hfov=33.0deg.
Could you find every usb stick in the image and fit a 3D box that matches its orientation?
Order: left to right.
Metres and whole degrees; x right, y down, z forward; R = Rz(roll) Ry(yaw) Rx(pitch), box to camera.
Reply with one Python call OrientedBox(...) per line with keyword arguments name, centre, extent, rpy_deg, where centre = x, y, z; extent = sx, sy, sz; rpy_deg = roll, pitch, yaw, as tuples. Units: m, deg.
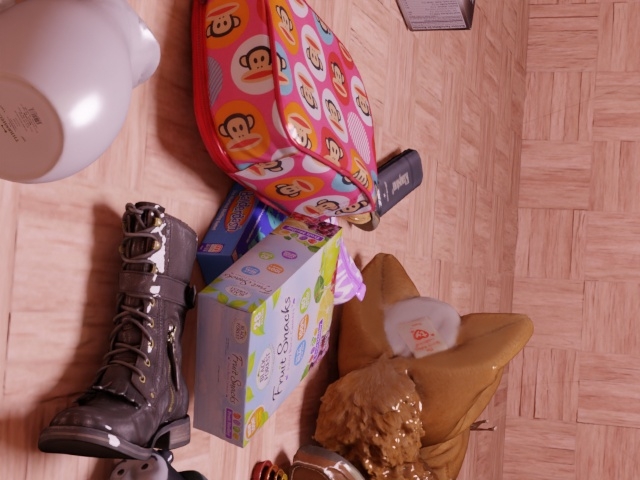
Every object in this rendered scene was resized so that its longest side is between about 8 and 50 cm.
OrientedBox(name="usb stick", centre=(0.118, -0.095, 1.813), extent=(0.278, 0.045, 0.077), rpy_deg=(-36, 127, -65))

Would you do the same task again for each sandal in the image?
OrientedBox(name="sandal", centre=(0.045, -0.047, 1.604), extent=(0.049, 0.072, 0.180), rpy_deg=(-58, 157, -13))

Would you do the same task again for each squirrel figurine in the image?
OrientedBox(name="squirrel figurine", centre=(0.129, 0.293, 1.669), extent=(0.397, 0.281, 0.370), rpy_deg=(-51, 152, -41))

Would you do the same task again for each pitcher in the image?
OrientedBox(name="pitcher", centre=(-0.211, -0.150, 0.814), extent=(0.177, 0.126, 0.207), rpy_deg=(58, 23, -24))

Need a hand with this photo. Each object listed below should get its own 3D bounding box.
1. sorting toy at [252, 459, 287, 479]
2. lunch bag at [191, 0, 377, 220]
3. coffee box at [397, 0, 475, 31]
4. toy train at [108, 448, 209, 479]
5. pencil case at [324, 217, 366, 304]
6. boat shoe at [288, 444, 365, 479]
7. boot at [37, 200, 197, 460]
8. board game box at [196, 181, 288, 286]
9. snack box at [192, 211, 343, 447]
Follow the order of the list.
OrientedBox(name="sorting toy", centre=(-0.061, 0.332, 1.377), extent=(0.061, 0.042, 0.102), rpy_deg=(-40, 130, -64))
OrientedBox(name="lunch bag", centre=(-0.033, -0.171, 1.216), extent=(0.293, 0.120, 0.258), rpy_deg=(36, 45, -60))
OrientedBox(name="coffee box", centre=(0.183, -0.502, 1.828), extent=(0.297, 0.119, 0.168), rpy_deg=(50, 45, -62))
OrientedBox(name="toy train", centre=(-0.111, 0.348, 1.057), extent=(0.334, 0.142, 0.190), rpy_deg=(53, 30, -35))
OrientedBox(name="pencil case", centre=(0.000, 0.000, 1.437), extent=(0.206, 0.088, 0.086), rpy_deg=(70, 31, -49))
OrientedBox(name="boat shoe", centre=(0.011, 0.431, 1.484), extent=(0.120, 0.123, 0.324), rpy_deg=(-48, 137, -46))
OrientedBox(name="boot", centre=(-0.174, 0.077, 0.984), extent=(0.263, 0.091, 0.228), rpy_deg=(27, 66, -79))
OrientedBox(name="board game box", centre=(-0.075, 0.044, 1.292), extent=(0.160, 0.047, 0.210), rpy_deg=(-67, 153, -44))
OrientedBox(name="snack box", centre=(-0.055, 0.091, 1.163), extent=(0.207, 0.070, 0.174), rpy_deg=(-42, 145, -51))
